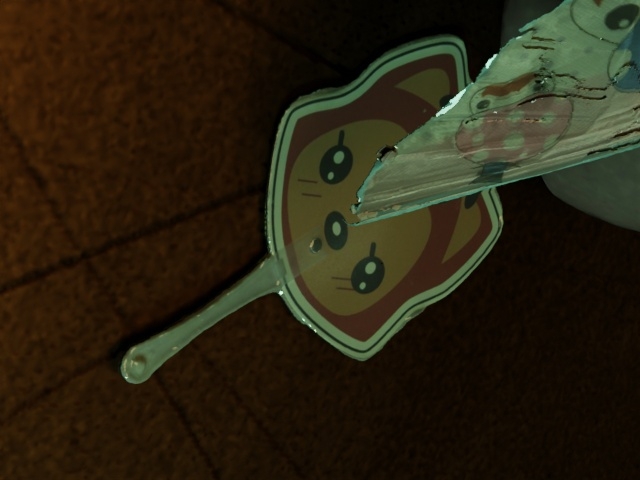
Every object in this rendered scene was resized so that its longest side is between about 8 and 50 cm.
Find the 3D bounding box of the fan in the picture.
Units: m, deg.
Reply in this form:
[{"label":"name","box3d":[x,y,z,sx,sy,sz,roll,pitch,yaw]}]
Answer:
[{"label":"fan","box3d":[0.000,0.000,0.678,0.220,0.009,0.132,-34,122,-27]}]

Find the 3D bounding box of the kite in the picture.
[{"label":"kite","box3d":[0.123,-0.098,0.539,0.314,0.011,0.335,14,135,-42]}]

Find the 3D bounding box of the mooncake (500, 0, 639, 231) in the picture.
[{"label":"mooncake","box3d":[0.202,-0.113,0.728,0.245,0.133,0.245,-14,111,-42]}]
